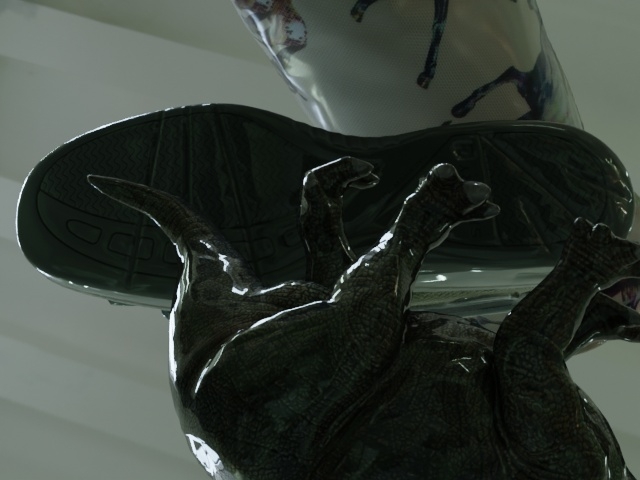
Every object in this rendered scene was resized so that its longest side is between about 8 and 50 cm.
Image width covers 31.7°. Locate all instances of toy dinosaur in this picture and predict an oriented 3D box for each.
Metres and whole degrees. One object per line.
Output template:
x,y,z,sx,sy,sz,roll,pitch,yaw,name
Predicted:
0.024,0.058,0.412,0.313,0.121,0.160,29,-102,7,toy dinosaur

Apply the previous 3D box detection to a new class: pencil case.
0.090,-0.096,0.731,0.183,0.160,0.410,-26,-55,13,pencil case

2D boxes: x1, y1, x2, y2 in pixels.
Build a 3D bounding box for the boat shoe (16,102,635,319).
0.001,-0.002,0.611,0.320,0.103,0.118,-3,-119,-2,boat shoe
